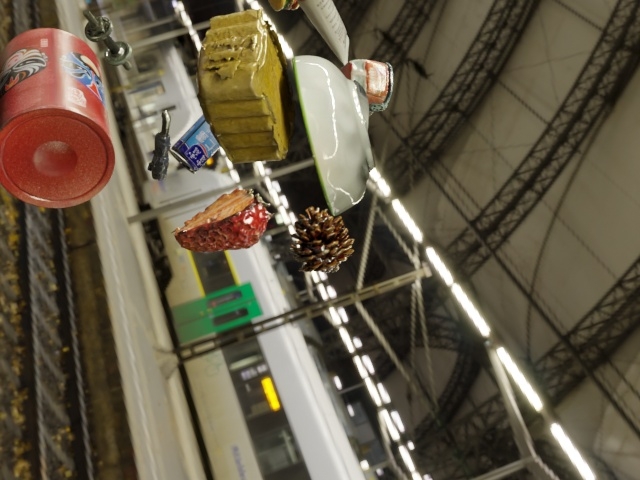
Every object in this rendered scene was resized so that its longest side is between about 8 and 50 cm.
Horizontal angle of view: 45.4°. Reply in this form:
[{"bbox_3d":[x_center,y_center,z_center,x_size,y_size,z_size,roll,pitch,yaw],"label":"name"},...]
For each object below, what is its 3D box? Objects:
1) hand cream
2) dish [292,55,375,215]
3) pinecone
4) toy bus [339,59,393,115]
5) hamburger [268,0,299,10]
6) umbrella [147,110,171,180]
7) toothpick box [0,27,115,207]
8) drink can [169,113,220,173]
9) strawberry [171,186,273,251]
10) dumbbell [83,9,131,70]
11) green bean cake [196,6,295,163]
[{"bbox_3d":[0.016,-0.668,2.268,0.314,0.089,0.139,49,35,-41],"label":"hand cream"},{"bbox_3d":[0.045,-0.218,1.515,0.324,0.124,0.324,-14,90,-85],"label":"dish"},{"bbox_3d":[0.000,0.000,1.857,0.173,0.174,0.173,161,-90,-82],"label":"pinecone"},{"bbox_3d":[0.071,-0.341,1.853,0.265,0.120,0.121,146,-49,-59],"label":"toy bus"},{"bbox_3d":[-0.119,-0.853,2.587,0.162,0.115,0.162,176,-90,-69],"label":"hamburger"},{"bbox_3d":[-0.519,-0.304,2.489,0.071,0.071,0.248,-116,-146,-42],"label":"umbrella"},{"bbox_3d":[-0.495,-0.234,1.415,0.333,0.204,0.204,-115,-170,-48],"label":"toothpick box"},{"bbox_3d":[-0.290,-0.293,2.040,0.097,0.235,0.097,40,-11,9],"label":"drink can"},{"bbox_3d":[-0.277,-0.036,2.347,0.253,0.280,0.150,8,-49,53],"label":"strawberry"},{"bbox_3d":[-0.577,-0.543,2.086,0.254,0.082,0.081,61,6,-66],"label":"dumbbell"},{"bbox_3d":[-0.134,-0.276,1.387,0.229,0.131,0.224,69,18,-50],"label":"green bean cake"}]
